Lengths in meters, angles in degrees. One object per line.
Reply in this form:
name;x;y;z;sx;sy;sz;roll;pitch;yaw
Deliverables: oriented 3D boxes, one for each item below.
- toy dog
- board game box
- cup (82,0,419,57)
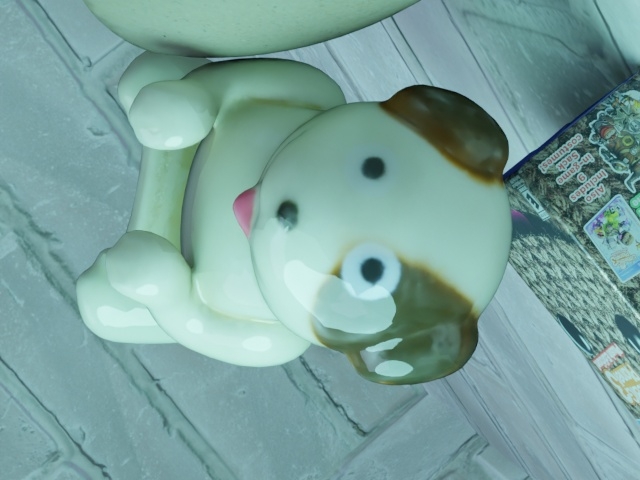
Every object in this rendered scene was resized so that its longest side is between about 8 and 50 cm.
toy dog;0.000;0.000;1.191;0.395;0.285;0.408;22;174;-20
board game box;0.291;0.025;1.244;0.291;0.141;0.232;51;172;2
cup;-0.011;-0.288;1.084;0.237;0.331;0.331;18;152;37
